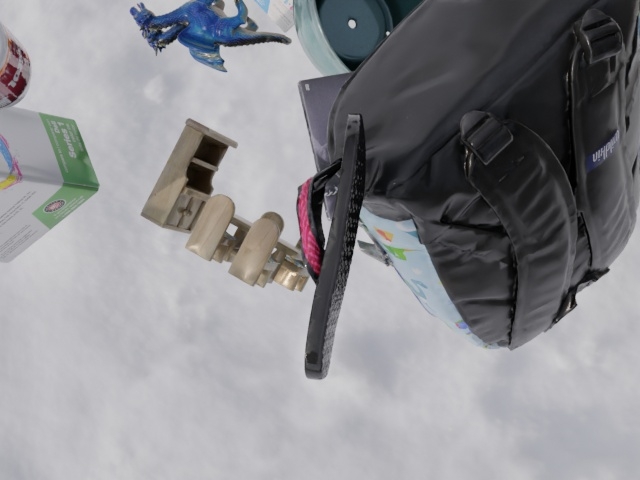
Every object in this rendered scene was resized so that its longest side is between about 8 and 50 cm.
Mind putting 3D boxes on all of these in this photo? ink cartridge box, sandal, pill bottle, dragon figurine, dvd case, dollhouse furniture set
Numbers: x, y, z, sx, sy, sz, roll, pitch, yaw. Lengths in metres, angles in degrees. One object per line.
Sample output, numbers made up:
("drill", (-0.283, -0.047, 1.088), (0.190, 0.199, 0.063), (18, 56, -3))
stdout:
("ink cartridge box", (-0.030, -0.428, 1.518), (0.092, 0.090, 0.143), (45, 120, -8))
("sandal", (0.000, 0.000, 0.609), (0.040, 0.067, 0.179), (10, 83, 11))
("ink cartridge box", (-0.447, -0.072, 1.128), (0.278, 0.201, 0.117), (7, 55, -57))
("pill bottle", (-0.336, -0.176, 0.921), (0.086, 0.152, 0.086), (0, 88, -5))
("dragon figurine", (-0.182, -0.338, 1.554), (0.289, 0.085, 0.144), (33, 84, 18))
("dvd case", (0.098, -0.122, 1.067), (0.221, 0.018, 0.164), (-11, 84, -10))
("dollhouse furniture set", (-0.114, -0.049, 1.369), (0.242, 0.212, 0.161), (29, 94, 18))

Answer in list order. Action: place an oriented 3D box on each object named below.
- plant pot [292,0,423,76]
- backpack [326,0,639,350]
("plant pot", (0.078, -0.334, 1.360), (0.293, 0.196, 0.293), (0, 89, -26))
("backpack", (0.159, -0.057, 0.836), (0.290, 0.273, 0.355), (-46, 130, -9))
